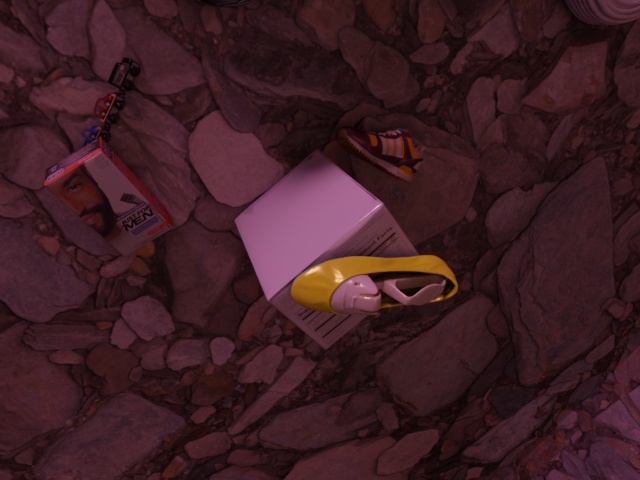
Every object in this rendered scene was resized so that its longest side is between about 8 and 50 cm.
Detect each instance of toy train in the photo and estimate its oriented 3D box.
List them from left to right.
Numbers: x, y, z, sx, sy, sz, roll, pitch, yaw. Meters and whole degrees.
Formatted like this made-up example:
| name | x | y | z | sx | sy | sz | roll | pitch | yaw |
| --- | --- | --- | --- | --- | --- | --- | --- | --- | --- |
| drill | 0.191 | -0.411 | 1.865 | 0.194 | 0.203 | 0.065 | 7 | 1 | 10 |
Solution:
| name | x | y | z | sx | sy | sz | roll | pitch | yaw |
| --- | --- | --- | --- | --- | --- | --- | --- | --- | --- |
| toy train | -0.307 | -0.189 | 0.623 | 0.036 | 0.027 | 0.158 | 24 | 106 | -28 |

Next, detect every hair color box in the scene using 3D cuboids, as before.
| name | x | y | z | sx | sy | sz | roll | pitch | yaw |
| --- | --- | --- | --- | --- | --- | --- | --- | --- | --- |
| hair color box | -0.315 | -0.061 | 0.657 | 0.093 | 0.053 | 0.167 | -32 | 134 | -2 |

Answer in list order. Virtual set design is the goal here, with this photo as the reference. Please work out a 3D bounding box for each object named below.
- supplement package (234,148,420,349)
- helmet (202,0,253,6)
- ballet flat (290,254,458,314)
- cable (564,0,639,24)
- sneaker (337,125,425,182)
| name | x | y | z | sx | sy | sz | roll | pitch | yaw |
| --- | --- | --- | --- | --- | --- | --- | --- | --- | --- |
| supplement package | 0.000 | 0.000 | 0.707 | 0.204 | 0.262 | 0.145 | -40 | 124 | 3 |
| helmet | -0.110 | -0.377 | 0.519 | 0.169 | 0.169 | 0.162 | -30 | 108 | -4 |
| ballet flat | 0.079 | 0.062 | 0.567 | 0.230 | 0.077 | 0.077 | -5 | 119 | -20 |
| cable | 0.531 | -0.515 | 0.742 | 0.257 | 0.089 | 0.257 | -44 | 124 | 5 |
| sneaker | 0.113 | -0.176 | 0.781 | 0.185 | 0.069 | 0.084 | 23 | 98 | -37 |
